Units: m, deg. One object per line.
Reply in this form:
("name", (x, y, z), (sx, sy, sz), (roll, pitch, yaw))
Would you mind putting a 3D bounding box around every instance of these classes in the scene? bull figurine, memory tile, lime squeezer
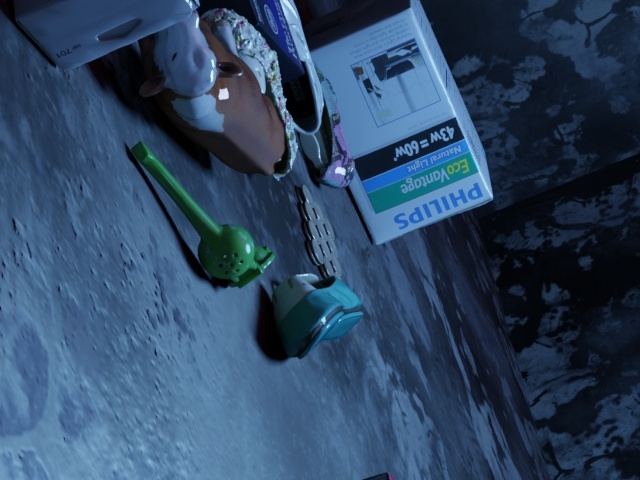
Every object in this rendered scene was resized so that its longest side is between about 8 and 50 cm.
("bull figurine", (-0.126, -0.174, 1.374), (0.188, 0.101, 0.310), (66, 5, 26))
("memory tile", (0.000, 0.000, 1.835), (0.148, 0.012, 0.113), (-100, 163, -44))
("lime squeezer", (-0.097, 0.006, 1.339), (0.110, 0.059, 0.310), (40, -1, 28))

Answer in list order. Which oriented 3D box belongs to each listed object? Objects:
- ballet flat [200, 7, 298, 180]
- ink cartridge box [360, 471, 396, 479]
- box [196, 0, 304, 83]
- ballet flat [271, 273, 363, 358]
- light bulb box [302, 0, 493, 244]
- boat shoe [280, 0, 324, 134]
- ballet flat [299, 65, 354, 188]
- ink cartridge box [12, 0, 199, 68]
("ballet flat", (-0.079, -0.169, 1.571), (0.077, 0.091, 0.241), (-105, 171, -48))
("ink cartridge box", (0.086, 0.350, 1.430), (0.175, 0.072, 0.127), (52, 19, -50))
("box", (-0.127, -0.336, 1.677), (0.184, 0.103, 0.261), (30, 39, -67))
("ballet flat", (-0.015, 0.081, 1.506), (0.087, 0.083, 0.247), (44, 10, 7))
("light bulb box", (0.132, -0.237, 2.330), (0.358, 0.225, 0.361), (-78, 144, -71))
("boat shoe", (-0.063, -0.264, 1.862), (0.088, 0.096, 0.268), (-105, 175, -52))
("ballet flat", (-0.009, -0.182, 2.009), (0.079, 0.077, 0.222), (12, 55, -52))
("ink cartridge box", (-0.196, -0.264, 1.138), (0.082, 0.139, 0.191), (53, 19, -54))
